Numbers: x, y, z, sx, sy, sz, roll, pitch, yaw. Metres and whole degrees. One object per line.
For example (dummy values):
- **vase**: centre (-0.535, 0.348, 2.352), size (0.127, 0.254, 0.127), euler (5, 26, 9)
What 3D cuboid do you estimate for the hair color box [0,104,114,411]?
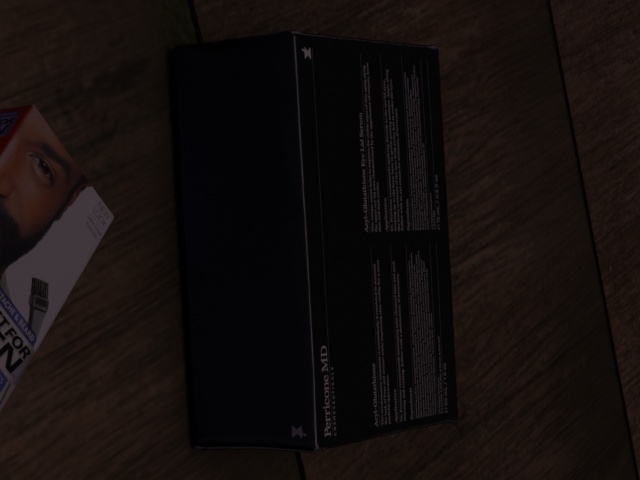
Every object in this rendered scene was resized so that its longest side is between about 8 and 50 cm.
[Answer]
- **hair color box**: centre (-0.186, 0.017, 1.074), size (0.093, 0.053, 0.167), euler (57, 43, -35)

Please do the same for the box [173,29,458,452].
- **box**: centre (0.000, 0.000, 1.310), size (0.184, 0.103, 0.261), euler (-2, 89, -59)
